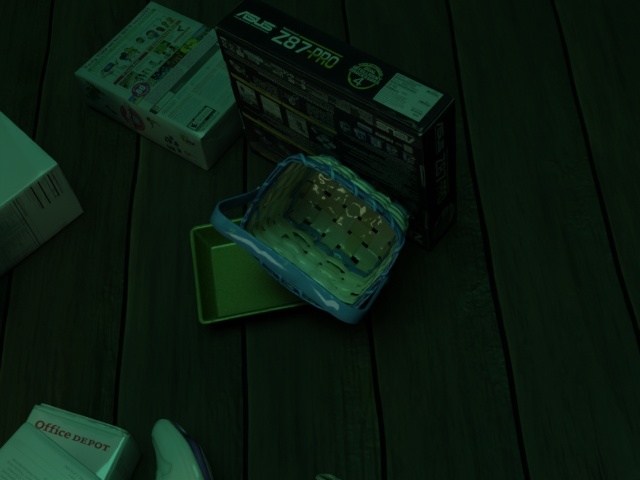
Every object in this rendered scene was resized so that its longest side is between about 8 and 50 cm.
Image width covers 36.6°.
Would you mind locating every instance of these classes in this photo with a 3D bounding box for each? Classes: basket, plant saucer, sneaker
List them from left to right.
[{"bbox_3d":[-0.203,0.386,1.315,0.152,0.114,0.305,-19,57,-6],"label":"sneaker"},{"bbox_3d":[-0.109,0.048,1.568,0.188,0.045,0.188,-11,56,0],"label":"plant saucer"},{"bbox_3d":[0.000,0.000,1.420,0.255,0.289,0.201,38,112,9],"label":"basket"}]

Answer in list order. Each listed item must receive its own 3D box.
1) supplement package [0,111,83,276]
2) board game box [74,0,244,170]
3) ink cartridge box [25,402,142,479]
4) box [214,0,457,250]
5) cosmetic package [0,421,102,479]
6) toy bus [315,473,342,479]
[{"bbox_3d":[-0.558,-0.077,1.645,0.203,0.149,0.194,-41,62,-19],"label":"supplement package"},{"bbox_3d":[-0.261,-0.292,1.783,0.303,0.097,0.224,29,64,22],"label":"board game box"},{"bbox_3d":[-0.373,0.360,1.368,0.159,0.092,0.217,15,62,15],"label":"ink cartridge box"},{"bbox_3d":[0.031,-0.180,1.537,0.395,0.318,0.097,30,65,25],"label":"box"},{"bbox_3d":[-0.361,0.363,1.220,0.151,0.151,0.183,31,66,21],"label":"cosmetic package"},{"bbox_3d":[0.058,0.402,1.273,0.191,0.202,0.104,16,91,9],"label":"toy bus"}]
